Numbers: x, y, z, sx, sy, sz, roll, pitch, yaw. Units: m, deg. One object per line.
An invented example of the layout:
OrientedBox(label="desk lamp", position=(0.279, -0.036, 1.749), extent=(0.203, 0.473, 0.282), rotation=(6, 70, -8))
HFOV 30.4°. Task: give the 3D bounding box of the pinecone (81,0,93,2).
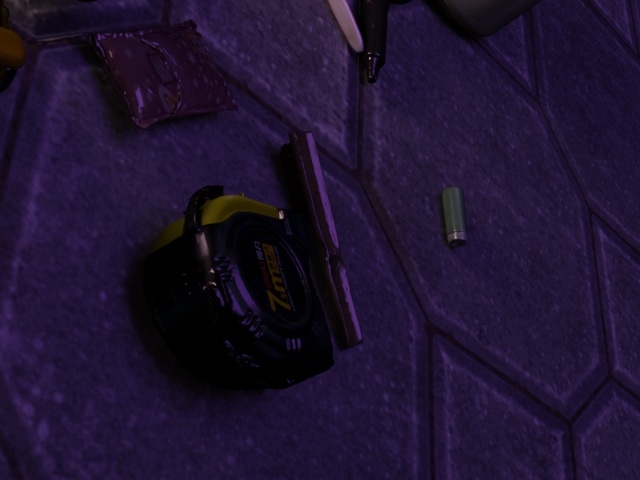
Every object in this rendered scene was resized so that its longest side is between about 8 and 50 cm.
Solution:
OrientedBox(label="pinecone", position=(-0.218, -0.325, 1.084), extent=(0.208, 0.208, 0.207), rotation=(33, 44, -39))

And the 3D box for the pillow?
OrientedBox(label="pillow", position=(-0.159, -0.168, 1.196), extent=(0.118, 0.043, 0.185), rotation=(61, 29, 6))

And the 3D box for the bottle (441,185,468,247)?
OrientedBox(label="bottle", position=(0.182, -0.032, 1.586), extent=(0.030, 0.030, 0.083), rotation=(29, 47, -42))

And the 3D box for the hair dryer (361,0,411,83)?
OrientedBox(label="hair dryer", position=(0.090, -0.312, 1.619), extent=(0.114, 0.070, 0.248), rotation=(31, 49, -40))

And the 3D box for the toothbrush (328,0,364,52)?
OrientedBox(label="toothbrush", position=(-0.011, -0.387, 1.561), extent=(0.029, 0.025, 0.307), rotation=(-20, 85, -49))

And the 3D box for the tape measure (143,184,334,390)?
OrientedBox(label="tape measure", position=(-0.082, 0.045, 1.100), extent=(0.186, 0.112, 0.199), rotation=(19, 48, -56))

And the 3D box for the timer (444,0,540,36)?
OrientedBox(label="timer", position=(0.330, -0.512, 1.828), extent=(0.291, 0.315, 0.291), rotation=(42, 36, -40))

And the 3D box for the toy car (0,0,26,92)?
OrientedBox(label="toy car", position=(-0.310, -0.216, 0.923), extent=(0.200, 0.142, 0.248), rotation=(10, 61, -51))

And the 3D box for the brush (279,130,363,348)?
OrientedBox(label="brush", position=(0.000, 0.000, 1.315), extent=(0.043, 0.036, 0.248), rotation=(-10, 84, -52))
